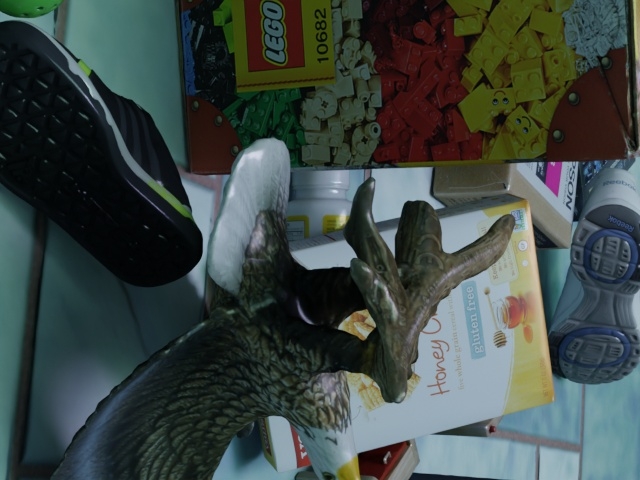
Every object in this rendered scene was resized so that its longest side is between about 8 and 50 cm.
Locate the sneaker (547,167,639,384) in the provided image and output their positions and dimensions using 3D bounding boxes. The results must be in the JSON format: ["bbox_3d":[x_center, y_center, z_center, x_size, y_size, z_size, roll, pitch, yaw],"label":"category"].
[{"bbox_3d":[0.328,0.048,1.710,0.129,0.111,0.297,-70,171,-47],"label":"sneaker"}]

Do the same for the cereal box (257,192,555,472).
[{"bbox_3d":[0.059,0.071,1.177,0.240,0.047,0.173,-13,103,-15],"label":"cereal box"}]

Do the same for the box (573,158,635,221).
[{"bbox_3d":[0.317,-0.144,1.807,0.233,0.059,0.183,-40,123,-55],"label":"box"}]

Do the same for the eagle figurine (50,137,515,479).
[{"bbox_3d":[-0.044,0.084,0.959,0.226,0.298,0.225,11,66,-45],"label":"eagle figurine"}]

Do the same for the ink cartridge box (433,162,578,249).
[{"bbox_3d":[0.204,-0.126,1.572,0.193,0.088,0.234,31,61,-56],"label":"ink cartridge box"}]

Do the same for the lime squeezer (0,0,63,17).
[{"bbox_3d":[-0.178,-0.201,0.894,0.110,0.059,0.310,39,55,-10],"label":"lime squeezer"}]

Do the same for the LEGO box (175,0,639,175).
[{"bbox_3d":[0.193,-0.166,1.174,0.500,0.372,0.193,-9,97,-50],"label":"LEGO box"}]

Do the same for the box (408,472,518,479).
[{"bbox_3d":[0.291,0.477,1.299,0.297,0.480,0.471,-55,135,-46],"label":"box"}]

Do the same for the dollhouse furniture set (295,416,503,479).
[{"bbox_3d":[0.067,0.128,1.268,0.183,0.129,0.129,-48,130,-51],"label":"dollhouse furniture set"}]

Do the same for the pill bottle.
[{"bbox_3d":[0.000,0.000,1.218,0.065,0.065,0.116,4,86,-61],"label":"pill bottle"}]

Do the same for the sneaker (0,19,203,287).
[{"bbox_3d":[-0.153,-0.063,0.958,0.097,0.084,0.234,-100,164,-44],"label":"sneaker"}]
